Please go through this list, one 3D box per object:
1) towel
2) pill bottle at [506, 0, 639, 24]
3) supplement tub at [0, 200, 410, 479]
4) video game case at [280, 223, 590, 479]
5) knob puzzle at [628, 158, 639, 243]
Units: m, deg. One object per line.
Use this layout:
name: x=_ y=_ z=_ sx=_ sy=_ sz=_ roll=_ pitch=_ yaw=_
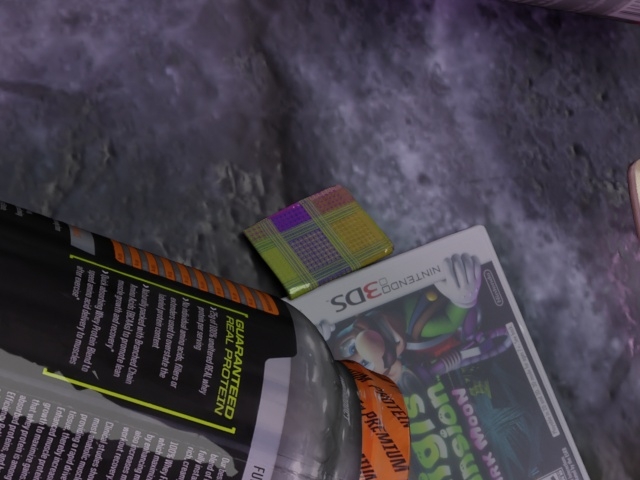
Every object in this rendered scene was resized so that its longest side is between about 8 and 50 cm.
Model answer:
towel: x=0.000 y=0.000 z=0.859 sx=0.083 sy=0.009 sz=0.060 roll=-26 pitch=65 yaw=-28
pill bottle: x=0.124 y=-0.239 z=0.903 sx=0.283 sy=0.161 sz=0.161 roll=6 pitch=74 yaw=-23
supplement tub: x=-0.127 y=0.092 z=0.687 sx=0.316 sy=0.193 sz=0.194 roll=20 pitch=69 yaw=-17
video game case: x=0.068 y=0.103 z=0.867 sx=0.173 sy=0.022 sz=0.190 roll=-20 pitch=85 yaw=-27
knob puzzle: x=0.307 y=-0.011 z=0.999 sx=0.213 sy=0.030 sz=0.213 roll=6 pitch=74 yaw=-23
